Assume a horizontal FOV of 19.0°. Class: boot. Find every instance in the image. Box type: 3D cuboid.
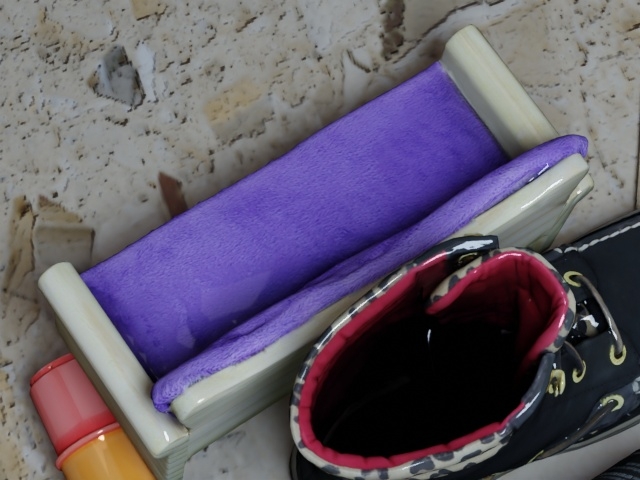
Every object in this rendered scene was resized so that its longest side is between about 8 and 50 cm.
[{"bbox_3d":[0.139,0.065,1.248,0.377,0.284,0.138,-27,76,-2],"label":"boot"}]

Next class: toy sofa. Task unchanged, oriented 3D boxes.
[{"bbox_3d":[0.000,0.000,1.300,0.362,0.177,0.150,-31,74,-16],"label":"toy sofa"}]

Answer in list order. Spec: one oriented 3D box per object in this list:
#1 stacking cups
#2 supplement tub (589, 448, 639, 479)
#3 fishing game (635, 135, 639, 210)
[{"bbox_3d":[-0.115,0.223,1.323,0.096,0.096,0.316,-29,75,-4],"label":"stacking cups"},{"bbox_3d":[0.152,0.282,1.194,0.338,0.207,0.207,-28,75,-21],"label":"supplement tub"},{"bbox_3d":[0.360,-0.048,1.393,0.264,0.041,0.189,6,74,6],"label":"fishing game"}]
